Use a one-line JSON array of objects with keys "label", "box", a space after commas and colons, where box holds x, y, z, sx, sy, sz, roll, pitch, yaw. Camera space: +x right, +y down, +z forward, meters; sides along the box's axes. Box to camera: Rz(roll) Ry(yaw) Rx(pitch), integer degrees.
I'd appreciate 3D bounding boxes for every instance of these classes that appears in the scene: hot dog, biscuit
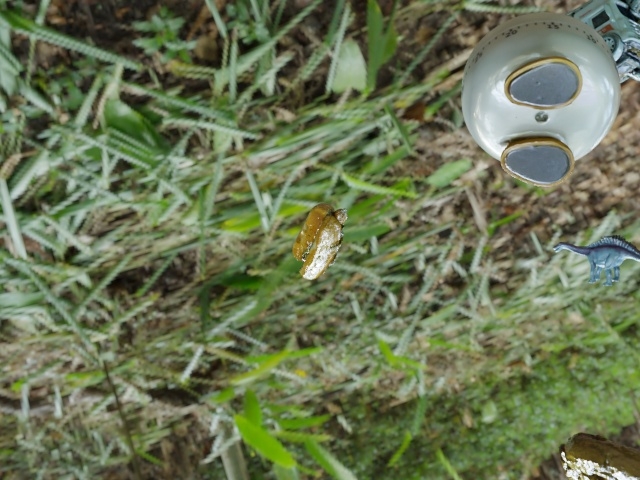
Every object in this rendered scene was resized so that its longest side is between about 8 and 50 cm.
[{"label": "hot dog", "box": [0.000, 0.000, 2.001, 0.072, 0.109, 0.269, -11, 157, -23]}, {"label": "biscuit", "box": [0.528, 0.425, 1.508, 0.075, 0.296, 0.296, -55, 169, -20]}]

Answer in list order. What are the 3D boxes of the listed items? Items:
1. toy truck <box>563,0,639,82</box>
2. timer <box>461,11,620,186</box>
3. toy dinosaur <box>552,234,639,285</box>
[{"label": "toy truck", "box": [0.494, -0.358, 1.746, 0.133, 0.184, 0.338, 13, 148, -39]}, {"label": "timer", "box": [0.329, -0.230, 1.364, 0.233, 0.240, 0.233, 5, 128, 7]}, {"label": "toy dinosaur", "box": [0.470, 0.031, 1.485, 0.197, 0.080, 0.045, 6, -169, 40]}]
